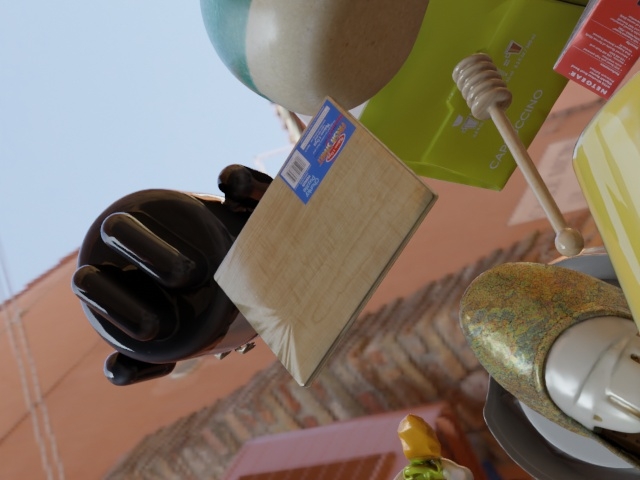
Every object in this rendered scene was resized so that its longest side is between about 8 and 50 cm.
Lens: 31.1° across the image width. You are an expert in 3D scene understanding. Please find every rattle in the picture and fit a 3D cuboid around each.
[{"bbox_3d":[0.123,0.367,1.588,0.199,0.130,0.142,-51,-29,-23],"label":"rattle"}]

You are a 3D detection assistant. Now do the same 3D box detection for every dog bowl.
[{"bbox_3d":[0.375,0.164,1.468,0.102,0.349,0.348,-43,-65,-61],"label":"dog bowl"}]

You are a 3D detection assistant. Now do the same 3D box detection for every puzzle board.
[{"bbox_3d":[0.000,0.000,0.618,0.011,0.128,0.096,11,-152,-48],"label":"puzzle board"}]

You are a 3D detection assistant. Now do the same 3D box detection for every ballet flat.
[{"bbox_3d":[0.265,0.131,0.882,0.348,0.123,0.123,35,-139,-9],"label":"ballet flat"}]

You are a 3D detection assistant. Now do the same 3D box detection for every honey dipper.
[{"bbox_3d":[0.133,-0.057,0.755,0.030,0.030,0.160,26,-147,-53],"label":"honey dipper"}]

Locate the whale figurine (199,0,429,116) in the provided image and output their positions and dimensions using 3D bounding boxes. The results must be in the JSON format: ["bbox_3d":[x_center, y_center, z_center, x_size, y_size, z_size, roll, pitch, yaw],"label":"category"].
[{"bbox_3d":[0.014,-0.227,0.820,0.272,0.141,0.216,-62,-26,2],"label":"whale figurine"}]

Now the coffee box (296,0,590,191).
[{"bbox_3d":[0.152,-0.314,1.717,0.338,0.337,0.334,9,-150,-37],"label":"coffee box"}]

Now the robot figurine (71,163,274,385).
[{"bbox_3d":[-0.131,0.035,1.159,0.278,0.209,0.173,3,-111,-72],"label":"robot figurine"}]

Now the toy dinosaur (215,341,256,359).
[{"bbox_3d":[-0.125,0.100,1.417,0.092,0.183,0.053,55,-161,25],"label":"toy dinosaur"}]

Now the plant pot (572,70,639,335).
[{"bbox_3d":[0.248,0.014,0.538,0.254,0.254,0.239,0,-124,-60],"label":"plant pot"}]

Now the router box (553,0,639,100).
[{"bbox_3d":[0.431,-0.379,1.401,0.082,0.301,0.335,31,-129,3],"label":"router box"}]
